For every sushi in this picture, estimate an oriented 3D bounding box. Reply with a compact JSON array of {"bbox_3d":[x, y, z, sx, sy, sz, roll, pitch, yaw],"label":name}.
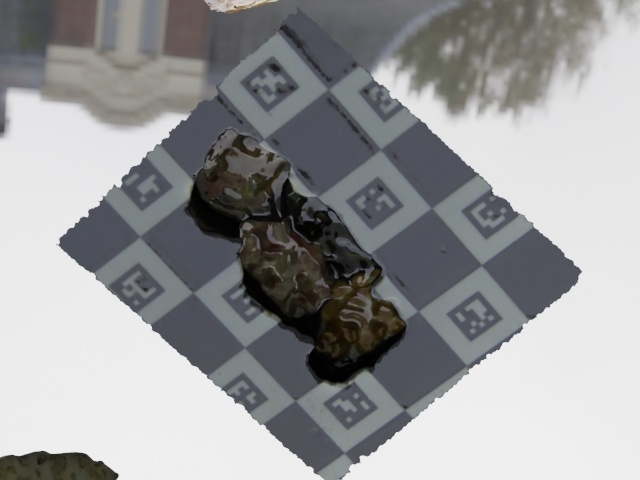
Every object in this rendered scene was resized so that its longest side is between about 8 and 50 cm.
[{"bbox_3d":[0.000,0.000,0.997,0.215,0.192,0.050,43,-162,-16],"label":"sushi"}]

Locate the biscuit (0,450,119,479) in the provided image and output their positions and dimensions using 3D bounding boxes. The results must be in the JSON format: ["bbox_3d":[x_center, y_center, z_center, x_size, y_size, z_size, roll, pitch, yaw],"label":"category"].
[{"bbox_3d":[-0.264,0.299,1.588,0.187,0.036,0.273,33,-130,-35],"label":"biscuit"}]

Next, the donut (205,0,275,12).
[{"bbox_3d":[-0.010,-0.111,0.442,0.043,0.108,0.097,2,-158,11],"label":"donut"}]
